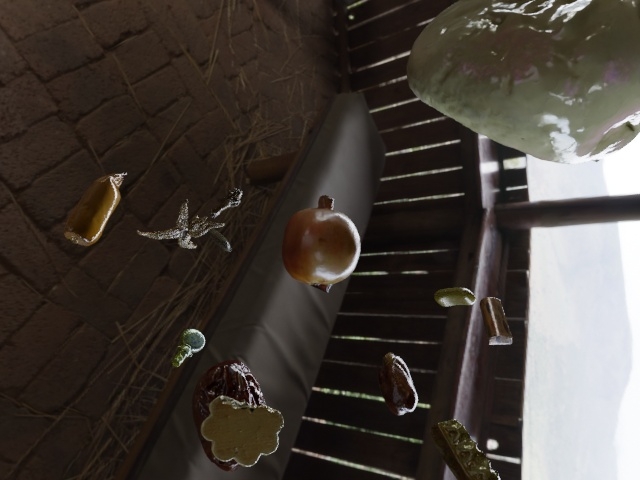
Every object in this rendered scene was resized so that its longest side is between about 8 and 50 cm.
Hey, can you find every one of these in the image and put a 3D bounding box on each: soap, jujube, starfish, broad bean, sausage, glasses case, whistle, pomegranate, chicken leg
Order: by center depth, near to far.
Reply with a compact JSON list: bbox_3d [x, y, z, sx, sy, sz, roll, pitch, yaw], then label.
[{"bbox_3d":[0.000,0.000,1.244,0.252,0.229,0.270,152,-59,-78],"label":"pomegranate"},{"bbox_3d":[0.539,0.245,1.273,0.170,0.065,0.041,-74,156,-55],"label":"glasses case"},{"bbox_3d":[-0.773,-0.129,1.439,0.112,0.112,0.328,50,40,-42],"label":"sausage"},{"bbox_3d":[0.470,0.198,1.443,0.089,0.140,0.045,47,48,-32],"label":"soap"},{"bbox_3d":[0.271,0.516,1.486,0.228,0.122,0.156,-108,171,-48],"label":"broad bean"},{"bbox_3d":[-0.344,0.662,1.577,0.276,0.276,0.376,24,34,-54],"label":"jujube"},{"bbox_3d":[-0.547,0.442,1.685,0.104,0.057,0.198,36,28,-7],"label":"whistle"},{"bbox_3d":[-0.595,-0.070,1.812,0.301,0.294,0.084,26,46,-43],"label":"starfish"},{"bbox_3d":[-0.461,-0.183,2.041,0.080,0.125,0.196,50,48,-11],"label":"chicken leg"}]

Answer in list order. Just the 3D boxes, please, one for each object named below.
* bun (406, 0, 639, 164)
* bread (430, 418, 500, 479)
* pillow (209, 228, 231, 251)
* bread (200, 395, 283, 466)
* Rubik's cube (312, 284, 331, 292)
[{"bbox_3d":[0.315,-0.255,0.597,0.361,0.361,0.213,-35,151,-54],"label":"bun"},{"bbox_3d":[0.426,0.654,1.235,0.088,0.128,0.232,-7,48,-42],"label":"bread"},{"bbox_3d":[-0.489,0.005,2.032,0.051,0.241,0.093,-42,125,-14],"label":"pillow"},{"bbox_3d":[-0.247,0.596,1.284,0.251,0.039,0.181,20,68,-15],"label":"bread"},{"bbox_3d":[-0.003,0.114,1.799,0.162,0.161,0.163,-44,158,-78],"label":"Rubik's cube"}]
